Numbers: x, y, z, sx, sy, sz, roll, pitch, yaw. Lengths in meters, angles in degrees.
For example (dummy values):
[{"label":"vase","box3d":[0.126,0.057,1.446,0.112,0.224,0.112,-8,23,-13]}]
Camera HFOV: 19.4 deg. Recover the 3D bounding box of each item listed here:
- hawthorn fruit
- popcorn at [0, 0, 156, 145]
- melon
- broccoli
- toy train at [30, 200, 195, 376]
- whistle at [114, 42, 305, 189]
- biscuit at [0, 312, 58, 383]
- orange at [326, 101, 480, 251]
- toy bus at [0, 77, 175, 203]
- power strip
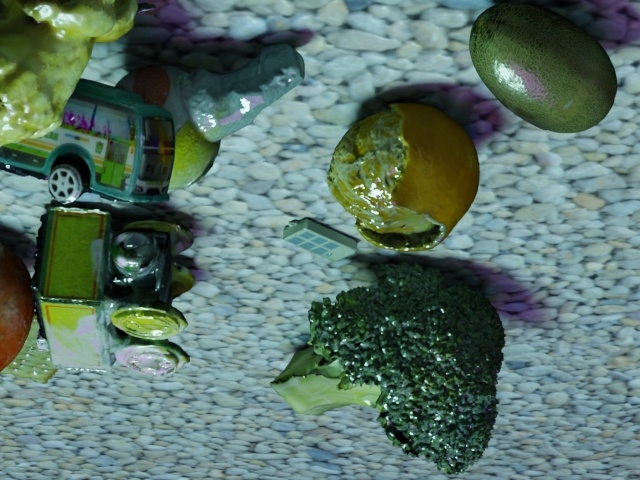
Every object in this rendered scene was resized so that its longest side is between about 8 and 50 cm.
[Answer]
[{"label":"hawthorn fruit","box3d":[-0.404,0.079,2.107,0.172,0.173,0.173,2,154,1]},{"label":"popcorn","box3d":[-0.261,-0.178,1.595,0.195,0.168,0.173,-46,135,4]},{"label":"melon","box3d":[0.196,-0.154,1.653,0.099,0.099,0.162,-21,143,40]},{"label":"broccoli","box3d":[0.079,0.167,2.241,0.252,0.221,0.361,13,164,-6]},{"label":"toy train","box3d":[-0.231,0.062,2.095,0.177,0.134,0.261,4,154,-2]},{"label":"whistle","box3d":[-0.118,-0.126,1.736,0.223,0.123,0.123,-26,145,21]},{"label":"biscuit","box3d":[-0.386,0.133,2.395,0.144,0.016,0.203,13,152,-22]},{"label":"orange","box3d":[0.081,-0.059,1.824,0.156,0.134,0.156,-8,148,-5]},{"label":"toy bus","box3d":[-0.255,-0.101,1.691,0.261,0.109,0.091,16,-171,20]},{"label":"power strip","box3d":[0.000,0.000,2.082,0.090,0.016,0.040,24,147,-37]}]
